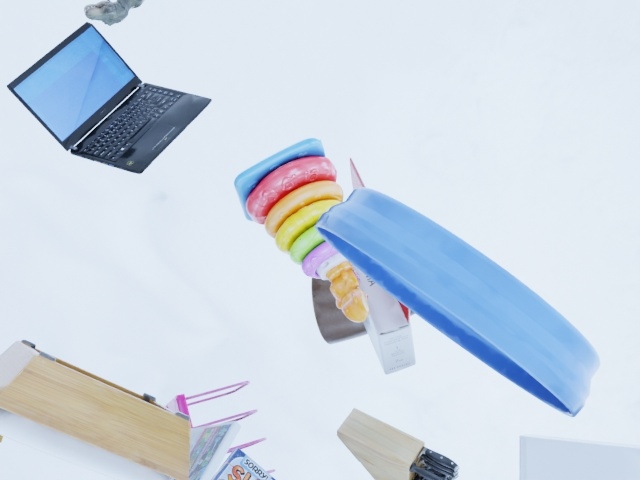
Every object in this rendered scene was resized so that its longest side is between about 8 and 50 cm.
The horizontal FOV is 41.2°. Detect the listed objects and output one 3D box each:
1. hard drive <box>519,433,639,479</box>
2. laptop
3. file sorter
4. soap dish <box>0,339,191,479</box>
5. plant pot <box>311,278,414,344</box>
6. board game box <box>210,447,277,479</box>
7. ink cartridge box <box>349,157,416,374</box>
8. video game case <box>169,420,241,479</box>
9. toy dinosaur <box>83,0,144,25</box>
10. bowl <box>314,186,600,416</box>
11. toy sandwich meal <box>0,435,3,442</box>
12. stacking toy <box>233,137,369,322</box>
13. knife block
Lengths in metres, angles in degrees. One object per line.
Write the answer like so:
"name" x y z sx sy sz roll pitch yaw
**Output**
"hard drive" 0.410 0.471 1.312 0.210 0.040 0.318 -3 83 36
"laptop" -0.382 -0.269 1.571 0.265 0.234 0.136 17 141 25
"file sorter" -0.222 0.485 1.944 0.202 0.182 0.290 136 119 -64
"soap dish" -0.339 0.249 1.228 0.291 0.118 0.229 30 166 -23
"plant pot" 0.121 0.132 2.060 0.231 0.215 0.215 -9 125 17
"board game box" -0.091 0.427 1.267 0.201 0.136 0.035 40 149 -2
"ink cartridge box" 0.084 0.046 1.501 0.066 0.296 0.261 -18 141 -5
"video game case" -0.260 0.453 1.688 0.183 0.201 0.023 -21 119 46
"toy dinosaur" -0.284 -0.423 1.320 0.118 0.268 0.064 28 156 25
"bowl" 0.169 0.070 1.053 0.391 0.077 0.391 37 176 3
"toy sandwich meal" -0.614 0.344 1.551 0.086 0.029 0.085 12 145 8
"stacking toy" 0.000 0.000 1.360 0.301 0.166 0.175 59 172 22
"knife block" 0.206 0.538 2.148 0.275 0.088 0.242 51 141 -10
